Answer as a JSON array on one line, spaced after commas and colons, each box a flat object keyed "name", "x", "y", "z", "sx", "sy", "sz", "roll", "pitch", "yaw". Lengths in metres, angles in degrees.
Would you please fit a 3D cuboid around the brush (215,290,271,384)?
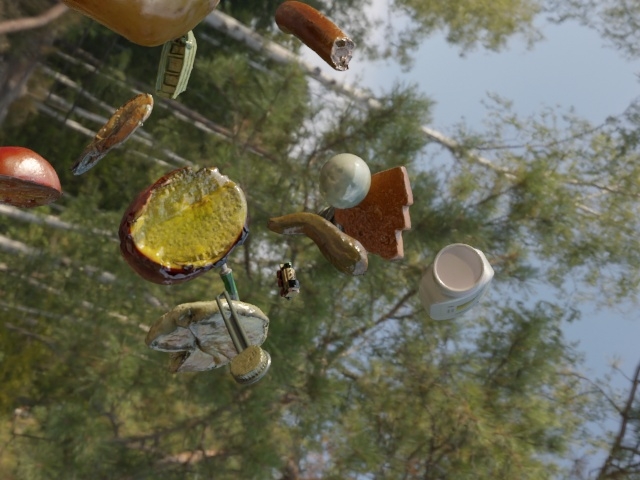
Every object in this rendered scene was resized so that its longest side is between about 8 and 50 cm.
[{"name": "brush", "x": -0.138, "y": 0.142, "z": 1.038, "sx": 0.062, "sy": 0.027, "sz": 0.266, "roll": -34, "pitch": -149, "yaw": -4}]

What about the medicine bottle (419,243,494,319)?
[{"name": "medicine bottle", "x": 0.305, "y": 0.096, "z": 1.459, "sx": 0.161, "sy": 0.296, "sz": 0.111, "roll": -27, "pitch": -110, "yaw": -1}]

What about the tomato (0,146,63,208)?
[{"name": "tomato", "x": -1.004, "y": -0.216, "z": 2.084, "sx": 0.338, "sy": 0.339, "sz": 0.143, "roll": -23, "pitch": -115, "yaw": 54}]

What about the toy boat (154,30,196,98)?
[{"name": "toy boat", "x": -0.512, "y": -0.641, "z": 2.309, "sx": 0.111, "sy": 0.084, "sz": 0.276, "roll": 17, "pitch": -80, "yaw": 21}]

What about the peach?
[{"name": "peach", "x": -0.431, "y": -0.052, "z": 2.089, "sx": 0.417, "sy": 0.338, "sz": 0.353, "roll": -24, "pitch": -170, "yaw": 18}]

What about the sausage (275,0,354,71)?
[{"name": "sausage", "x": -0.025, "y": -0.473, "z": 1.451, "sx": 0.076, "sy": 0.103, "sz": 0.302, "roll": -38, "pitch": -131, "yaw": -2}]

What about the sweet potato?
[{"name": "sweet potato", "x": 0.002, "y": -0.005, "z": 1.336, "sx": 0.081, "sy": 0.233, "sz": 0.062, "roll": -54, "pitch": 168, "yaw": -28}]

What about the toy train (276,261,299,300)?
[{"name": "toy train", "x": -0.115, "y": 0.139, "z": 2.284, "sx": 0.087, "sy": 0.050, "sz": 0.137, "roll": -52, "pitch": -137, "yaw": 49}]

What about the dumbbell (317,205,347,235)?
[{"name": "dumbbell", "x": 0.083, "y": -0.043, "z": 2.274, "sx": 0.290, "sy": 0.192, "sz": 0.191, "roll": 166, "pitch": -59, "yaw": -73}]

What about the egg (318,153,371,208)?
[{"name": "egg", "x": 0.068, "y": -0.168, "z": 1.888, "sx": 0.209, "sy": 0.151, "sz": 0.151, "roll": 121, "pitch": -19, "yaw": -70}]

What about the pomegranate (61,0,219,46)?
[{"name": "pomegranate", "x": -0.350, "y": -0.574, "z": 1.227, "sx": 0.410, "sy": 0.410, "sz": 0.409, "roll": -39, "pitch": -140, "yaw": 43}]

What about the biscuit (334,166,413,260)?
[{"name": "biscuit", "x": 0.183, "y": -0.089, "z": 1.969, "sx": 0.284, "sy": 0.043, "sz": 0.306, "roll": 42, "pitch": -67, "yaw": 31}]

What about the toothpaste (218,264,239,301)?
[{"name": "toothpaste", "x": -0.321, "y": 0.191, "z": 2.340, "sx": 0.078, "sy": 0.047, "sz": 0.247, "roll": -144, "pitch": -142, "yaw": -63}]

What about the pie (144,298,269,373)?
[{"name": "pie", "x": -0.283, "y": 0.251, "z": 1.689, "sx": 0.337, "sy": 0.338, "sz": 0.075, "roll": -47, "pitch": -132, "yaw": 36}]

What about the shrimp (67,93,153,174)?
[{"name": "shrimp", "x": -0.583, "y": -0.291, "z": 1.820, "sx": 0.317, "sy": 0.062, "sz": 0.164, "roll": -46, "pitch": -146, "yaw": 0}]
